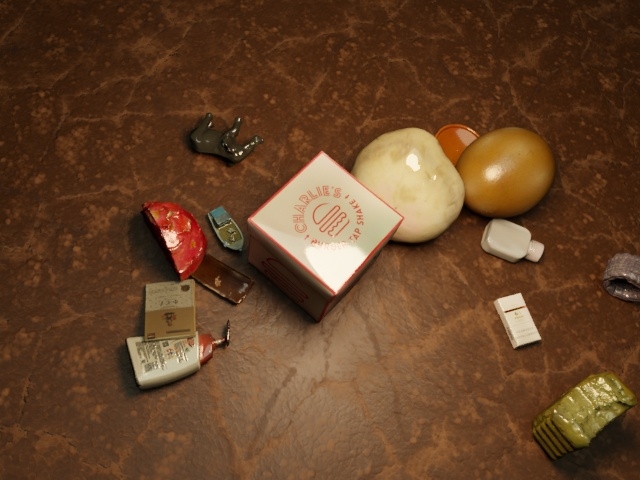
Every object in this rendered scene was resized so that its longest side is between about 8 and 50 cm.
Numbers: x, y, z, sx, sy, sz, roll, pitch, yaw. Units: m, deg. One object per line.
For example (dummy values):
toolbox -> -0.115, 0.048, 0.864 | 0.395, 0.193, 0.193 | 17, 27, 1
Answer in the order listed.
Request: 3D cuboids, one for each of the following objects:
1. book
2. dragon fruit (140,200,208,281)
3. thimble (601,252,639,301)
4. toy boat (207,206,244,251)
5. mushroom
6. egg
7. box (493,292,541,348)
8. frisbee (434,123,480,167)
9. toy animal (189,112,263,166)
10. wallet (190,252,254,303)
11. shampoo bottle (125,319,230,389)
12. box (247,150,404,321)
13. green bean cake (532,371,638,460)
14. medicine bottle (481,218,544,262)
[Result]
book -> -0.422, 0.193, 1.641 | 0.138, 0.016, 0.198 | -5, 48, -9
dragon fruit -> -0.427, -0.030, 1.711 | 0.189, 0.163, 0.261 | -13, 55, -46
thimble -> 0.974, 0.116, 1.844 | 0.150, 0.150, 0.097 | 30, 64, 6
toy boat -> -0.284, -0.032, 1.775 | 0.069, 0.059, 0.173 | -27, 72, -18
mushroom -> 0.278, -0.182, 1.779 | 0.353, 0.325, 0.353 | 0, 62, 0
egg -> 0.583, -0.213, 1.858 | 0.351, 0.282, 0.282 | -27, 72, -32
box -> 0.603, 0.245, 1.789 | 0.084, 0.040, 0.154 | -14, 67, -11
frisbee -> 0.481, -0.318, 2.030 | 0.192, 0.035, 0.192 | 3, 66, -6
toy animal -> -0.309, -0.321, 1.887 | 0.245, 0.114, 0.146 | 7, 56, 19
wallet -> -0.292, 0.114, 1.726 | 0.176, 0.026, 0.095 | 29, 63, 7
shampoo bottle -> -0.377, 0.302, 1.606 | 0.284, 0.071, 0.153 | -14, 62, -17
box -> 0.000, 0.000, 1.669 | 0.312, 0.300, 0.314 | 40, 66, 10
green bean cake -> 0.712, 0.475, 1.597 | 0.236, 0.233, 0.124 | -29, 67, -20
medicine bottle -> 0.620, 0.007, 1.884 | 0.183, 0.069, 0.119 | 21, 63, 3
